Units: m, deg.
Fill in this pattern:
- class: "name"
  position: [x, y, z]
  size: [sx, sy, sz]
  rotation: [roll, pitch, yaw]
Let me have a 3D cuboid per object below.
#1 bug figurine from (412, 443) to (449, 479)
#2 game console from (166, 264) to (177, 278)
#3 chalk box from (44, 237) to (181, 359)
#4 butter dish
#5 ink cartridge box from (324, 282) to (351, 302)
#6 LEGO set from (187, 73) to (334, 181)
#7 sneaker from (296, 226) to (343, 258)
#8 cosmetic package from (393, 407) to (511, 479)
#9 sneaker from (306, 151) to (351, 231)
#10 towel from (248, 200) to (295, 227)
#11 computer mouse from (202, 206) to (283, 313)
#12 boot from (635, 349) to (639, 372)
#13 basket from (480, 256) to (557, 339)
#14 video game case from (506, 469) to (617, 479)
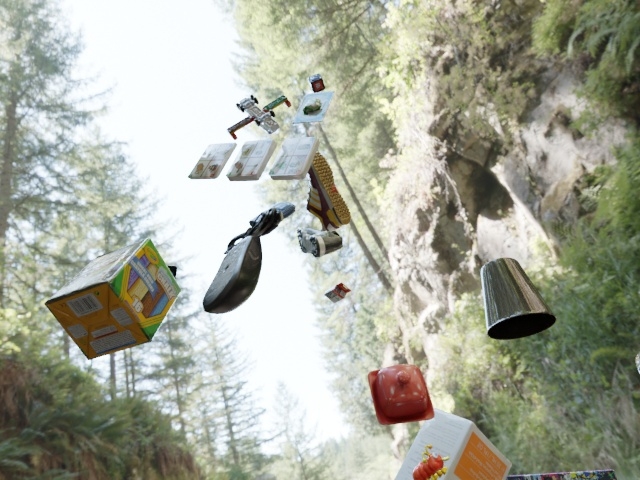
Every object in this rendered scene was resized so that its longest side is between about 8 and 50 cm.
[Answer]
- class: "bug figurine"
  position: [0.173, 0.550, 0.843]
  size: [0.216, 0.072, 0.279]
  rotation: [-54, -17, 17]
- class: "game console"
  position: [-0.505, 0.136, 1.213]
  size: [0.124, 0.143, 0.085]
  rotation: [16, -17, -33]
- class: "chalk box"
  position: [-0.493, 0.125, 1.051]
  size: [0.180, 0.289, 0.179]
  rotation: [-18, -67, 11]
- class: "butter dish"
  position: [0.220, 0.394, 1.113]
  size: [0.160, 0.160, 0.118]
  rotation: [-5, -47, -4]
- class: "ink cartridge box"
  position: [0.073, 0.222, 1.745]
  size: [0.063, 0.029, 0.115]
  rotation: [40, -40, -12]
- class: "LEGO set"
  position: [-0.070, -0.167, 0.633]
  size: [0.183, 0.244, 0.060]
  rotation: [2, -38, 22]
- class: "sneaker"
  position: [0.000, 0.000, 1.222]
  size: [0.106, 0.078, 0.234]
  rotation: [-11, 12, -17]
- class: "cosmetic package"
  position: [0.322, 0.738, 1.141]
  size: [0.230, 0.453, 0.161]
  rotation: [46, -25, -19]
- class: "sneaker"
  position: [-0.007, -0.106, 0.911]
  size: [0.084, 0.185, 0.070]
  rotation: [-22, 2, 35]
- class: "towel"
  position: [-0.127, -0.067, 1.085]
  size: [0.119, 0.067, 0.029]
  rotation: [-36, -52, -28]
- class: "computer mouse"
  position: [-0.164, 0.059, 0.894]
  size: [0.188, 0.272, 0.072]
  rotation: [-33, -64, 34]
- class: "boot"
  position: [0.785, 0.236, 0.710]
  size: [0.131, 0.348, 0.260]
  rotation: [-37, -41, -27]
- class: "basket"
  position: [0.612, 0.181, 1.339]
  size: [0.204, 0.226, 0.154]
  rotation: [-23, -46, 23]
- class: "video game case"
  position: [0.564, 0.637, 0.920]
  size: [0.232, 0.210, 0.042]
  rotation: [-19, -37, 22]
